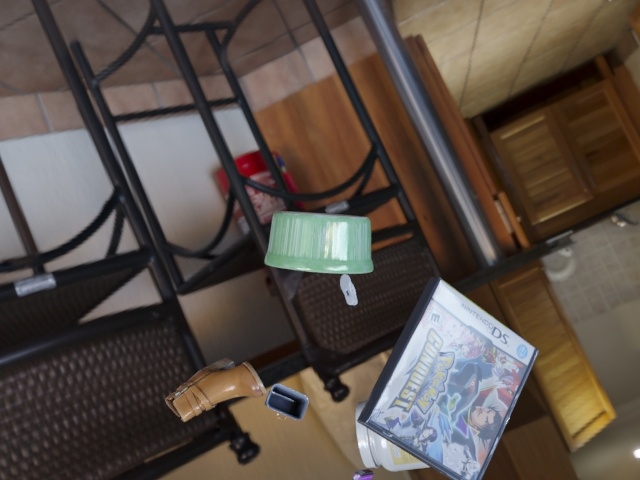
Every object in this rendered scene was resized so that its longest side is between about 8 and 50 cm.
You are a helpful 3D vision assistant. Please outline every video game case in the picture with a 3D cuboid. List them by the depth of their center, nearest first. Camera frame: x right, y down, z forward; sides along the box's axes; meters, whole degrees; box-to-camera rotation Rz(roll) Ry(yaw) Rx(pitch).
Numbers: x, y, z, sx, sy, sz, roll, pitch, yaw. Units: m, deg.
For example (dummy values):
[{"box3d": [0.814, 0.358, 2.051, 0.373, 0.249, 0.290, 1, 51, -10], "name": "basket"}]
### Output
[{"box3d": [0.224, 0.242, 1.167, 0.275, 0.248, 0.035, -60, -161, -16], "name": "video game case"}]

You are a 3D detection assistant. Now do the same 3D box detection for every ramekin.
[{"box3d": [0.000, 0.000, 1.908, 0.303, 0.148, 0.303, 4, -177, 0], "name": "ramekin"}]

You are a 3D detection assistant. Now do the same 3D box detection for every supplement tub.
[{"box3d": [0.293, 0.579, 2.133, 0.331, 0.241, 0.241, -11, 175, 12], "name": "supplement tub"}]

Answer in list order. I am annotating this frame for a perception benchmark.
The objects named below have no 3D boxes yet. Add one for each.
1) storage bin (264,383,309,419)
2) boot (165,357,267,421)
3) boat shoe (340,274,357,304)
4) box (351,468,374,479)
[{"box3d": [-0.122, 0.543, 2.291, 0.098, 0.135, 0.091, -69, -169, -22], "name": "storage bin"}, {"box3d": [-0.293, 0.421, 1.915, 0.220, 0.109, 0.283, -30, -156, -30], "name": "boot"}, {"box3d": [0.089, 0.150, 2.096, 0.035, 0.100, 0.035, -30, 155, 25], "name": "boat shoe"}, {"box3d": [0.119, 0.856, 2.338, 0.029, 0.162, 0.116, 21, 176, 29], "name": "box"}]
